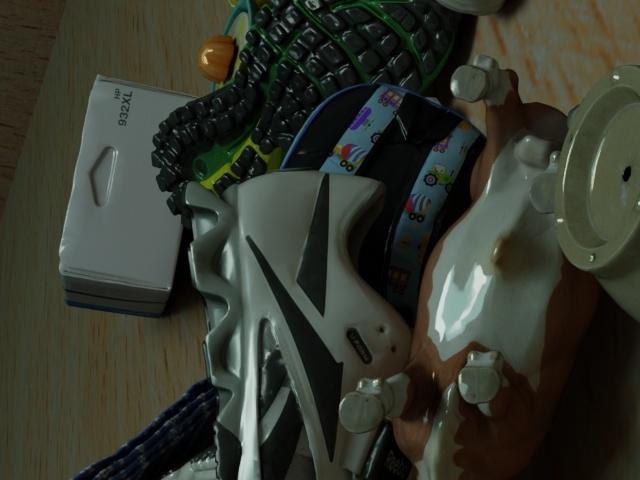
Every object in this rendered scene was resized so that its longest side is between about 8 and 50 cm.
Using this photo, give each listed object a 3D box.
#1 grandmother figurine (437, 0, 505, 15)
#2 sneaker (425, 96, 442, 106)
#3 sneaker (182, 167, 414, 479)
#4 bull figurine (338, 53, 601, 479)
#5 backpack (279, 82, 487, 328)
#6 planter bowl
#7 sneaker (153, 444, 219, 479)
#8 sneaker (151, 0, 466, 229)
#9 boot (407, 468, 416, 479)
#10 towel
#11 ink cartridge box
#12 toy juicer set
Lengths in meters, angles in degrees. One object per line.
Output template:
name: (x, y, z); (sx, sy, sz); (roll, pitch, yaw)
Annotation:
grandmother figurine: (0.145, -0.290, 1.018); (0.208, 0.104, 0.342); (-57, -7, -49)
sneaker: (0.000, 0.001, 1.169); (0.094, 0.151, 0.256); (-113, 40, -63)
sneaker: (0.011, 0.112, 0.930); (0.122, 0.146, 0.330); (59, -158, -79)
bull figurine: (0.095, 0.054, 0.851); (0.188, 0.101, 0.310); (42, -119, -67)
backpack: (0.038, -0.012, 1.069); (0.173, 0.158, 0.117); (-62, -11, -9)
planter bowl: (0.177, -0.023, 0.720); (0.162, 0.109, 0.162); (-168, 90, -71)
sneaker: (-0.056, 0.207, 1.146); (0.118, 0.107, 0.279); (63, 161, 7)
sneaker: (-0.001, -0.131, 1.284); (0.343, 0.146, 0.134); (-30, 87, 46)
boot: (0.065, 0.161, 1.007); (0.197, 0.073, 0.152); (166, 118, -67)
towel: (-0.125, 0.178, 1.291); (0.336, 0.040, 0.243); (-37, -16, -42)
ink cartridge box: (-0.222, -0.039, 1.811); (0.307, 0.129, 0.223); (134, 146, -78)
toy juicer set: (-0.093, -0.208, 1.675); (0.209, 0.089, 0.329); (-105, 31, -53)
